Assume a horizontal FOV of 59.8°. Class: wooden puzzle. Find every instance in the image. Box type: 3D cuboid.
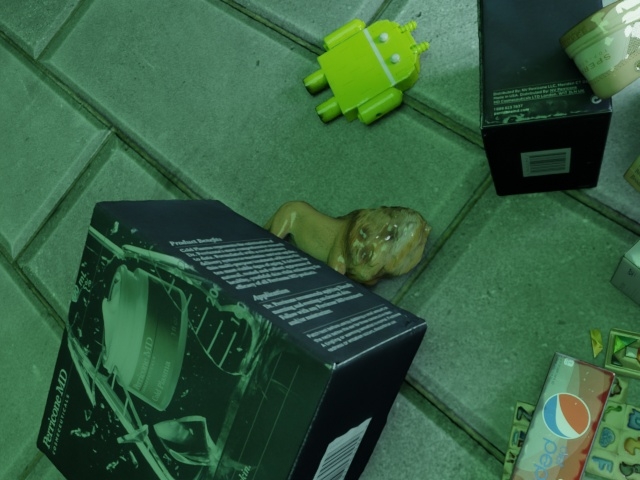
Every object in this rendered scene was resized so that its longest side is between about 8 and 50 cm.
[{"bbox_3d":[0.493,0.180,0.887,0.116,0.014,0.078,4,71,22],"label":"wooden puzzle"}]

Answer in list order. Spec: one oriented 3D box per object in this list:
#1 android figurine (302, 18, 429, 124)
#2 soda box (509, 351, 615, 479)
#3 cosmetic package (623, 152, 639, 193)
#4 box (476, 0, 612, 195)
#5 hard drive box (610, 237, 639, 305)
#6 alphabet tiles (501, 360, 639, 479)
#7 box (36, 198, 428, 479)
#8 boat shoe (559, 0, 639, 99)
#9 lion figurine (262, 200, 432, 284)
[{"bbox_3d":[0.098,-0.369,1.197,0.273,0.056,0.248,-27,66,15],"label":"android figurine"},{"bbox_3d":[0.364,0.312,0.855,0.092,0.083,0.263,20,83,27],"label":"soda box"},{"bbox_3d":[0.551,-0.151,0.692,0.129,0.296,0.153,-6,46,-24],"label":"cosmetic package"},{"bbox_3d":[0.364,-0.265,0.919,0.183,0.296,0.294,-4,74,21],"label":"box"},{"bbox_3d":[0.551,0.090,0.801,0.089,0.181,0.232,-46,64,4],"label":"hard drive box"},{"bbox_3d":[0.407,0.322,0.886,0.198,0.009,0.237,10,78,25],"label":"alphabet tiles"},{"bbox_3d":[-0.164,0.241,0.909,0.472,0.297,0.479,29,108,29],"label":"box"},{"bbox_3d":[0.473,-0.283,0.723,0.341,0.121,0.110,-26,88,-9],"label":"boat shoe"},{"bbox_3d":[0.000,0.000,1.077,0.392,0.142,0.240,23,84,27],"label":"lion figurine"}]
